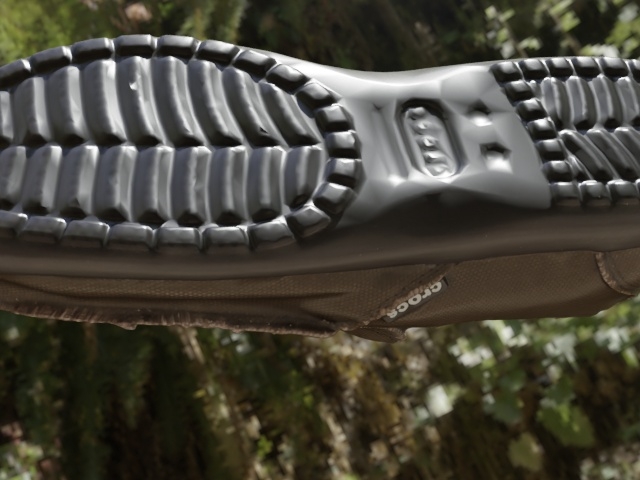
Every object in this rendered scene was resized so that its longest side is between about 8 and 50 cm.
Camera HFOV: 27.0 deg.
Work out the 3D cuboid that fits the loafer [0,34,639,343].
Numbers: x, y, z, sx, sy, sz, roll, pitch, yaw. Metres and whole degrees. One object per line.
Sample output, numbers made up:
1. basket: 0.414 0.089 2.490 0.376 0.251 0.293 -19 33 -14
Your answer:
1. loafer: 0.000 0.000 0.597 0.366 0.133 0.130 1 -42 -7
